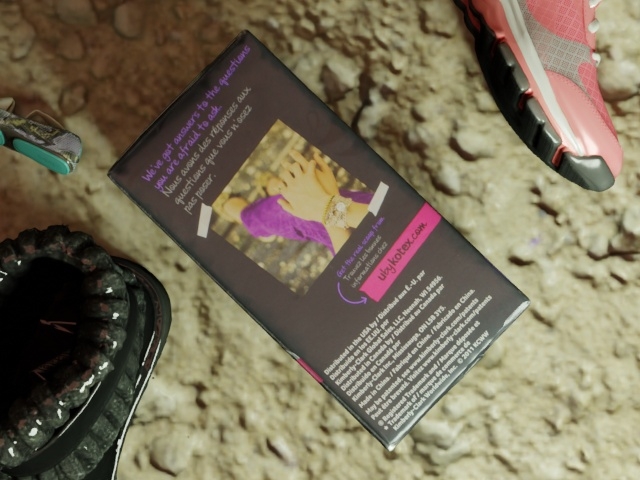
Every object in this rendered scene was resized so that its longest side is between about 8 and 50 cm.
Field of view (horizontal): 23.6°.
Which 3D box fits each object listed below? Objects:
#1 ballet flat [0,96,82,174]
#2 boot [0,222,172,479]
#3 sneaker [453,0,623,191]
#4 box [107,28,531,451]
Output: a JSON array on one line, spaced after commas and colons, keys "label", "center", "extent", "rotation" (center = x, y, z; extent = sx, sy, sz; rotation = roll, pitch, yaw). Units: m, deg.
[{"label": "ballet flat", "center": [-0.234, -0.087, 1.169], "extent": [0.114, 0.041, 0.041], "rotation": [23, 90, 1]}, {"label": "boot", "center": [-0.210, 0.157, 1.049], "extent": [0.131, 0.260, 0.348], "rotation": [16, 89, 2]}, {"label": "sneaker", "center": [0.167, -0.191, 1.118], "extent": [0.136, 0.116, 0.313], "rotation": [-26, 88, 0]}, {"label": "box", "center": [0.000, 0.000, 1.093], "extent": [0.270, 0.165, 0.143], "rotation": [44, 90, 2]}]
